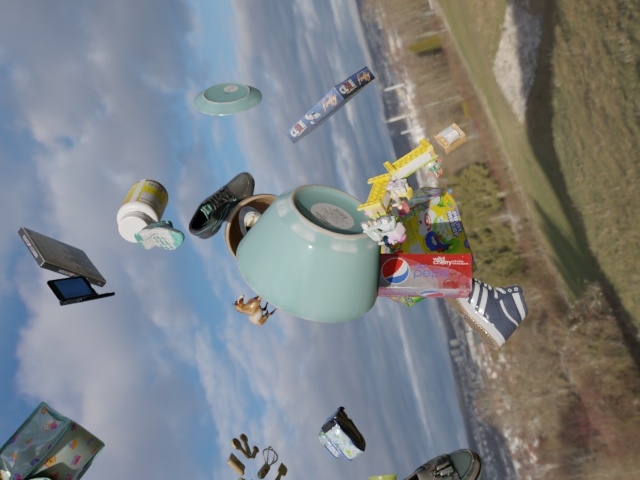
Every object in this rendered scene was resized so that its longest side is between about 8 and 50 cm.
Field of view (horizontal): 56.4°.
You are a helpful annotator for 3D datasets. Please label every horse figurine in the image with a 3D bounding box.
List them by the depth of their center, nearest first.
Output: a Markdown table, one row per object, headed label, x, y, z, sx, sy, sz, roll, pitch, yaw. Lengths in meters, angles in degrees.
| label | x | y | z | sx | sy | sz | roll | pitch | yaw |
| --- | --- | --- | --- | --- | --- | --- | --- | --- | --- |
| horse figurine | -0.250 | 0.272 | 2.417 | 0.174 | 0.066 | 0.263 | -50 | -30 | -25 |

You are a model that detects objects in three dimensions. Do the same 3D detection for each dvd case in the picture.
| label | x | y | z | sx | sy | sz | roll | pitch | yaw |
| --- | --- | --- | --- | --- | --- | --- | --- | --- | --- |
| dvd case | -0.785 | 0.054 | 1.821 | 0.179 | 0.029 | 0.239 | 42 | -176 | 33 |

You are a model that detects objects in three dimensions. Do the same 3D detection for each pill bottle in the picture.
| label | x | y | z | sx | sy | sz | roll | pitch | yaw |
| --- | --- | --- | --- | --- | --- | --- | --- | --- | --- |
| pill bottle | -0.514 | -0.084 | 1.724 | 0.215 | 0.117 | 0.117 | -93 | -15 | -59 |

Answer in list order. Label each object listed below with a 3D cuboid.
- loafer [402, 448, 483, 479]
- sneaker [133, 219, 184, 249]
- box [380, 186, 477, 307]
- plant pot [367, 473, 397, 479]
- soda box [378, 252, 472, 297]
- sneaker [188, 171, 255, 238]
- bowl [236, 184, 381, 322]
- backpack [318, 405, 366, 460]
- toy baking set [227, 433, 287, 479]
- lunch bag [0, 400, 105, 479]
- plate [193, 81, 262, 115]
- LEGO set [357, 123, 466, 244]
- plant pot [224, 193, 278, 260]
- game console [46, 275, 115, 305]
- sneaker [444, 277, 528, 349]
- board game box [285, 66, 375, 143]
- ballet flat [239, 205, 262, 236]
| label | x | y | z | sx | sy | sz | roll | pitch | yaw |
| --- | --- | --- | --- | --- | --- | --- | --- | --- | --- |
| loafer | 0.200 | 0.501 | 1.183 | 0.084 | 0.267 | 0.096 | 44 | -171 | -29 |
| sneaker | -0.377 | -0.023 | 1.433 | 0.076 | 0.167 | 0.065 | -52 | -51 | -35 |
| box | 0.310 | 0.014 | 1.927 | 0.177 | 0.279 | 0.289 | 21 | 133 | 68 |
| plant pot | 0.170 | 0.670 | 1.593 | 0.083 | 0.083 | 0.079 | 57 | -155 | -63 |
| soda box | 0.227 | 0.084 | 1.431 | 0.083 | 0.264 | 0.092 | 68 | -155 | -67 |
| sneaker | -0.309 | -0.108 | 1.872 | 0.101 | 0.267 | 0.106 | 43 | -174 | 14 |
| bowl | 0.000 | 0.000 | 1.211 | 0.311 | 0.312 | 0.163 | -92 | 20 | -56 |
| backpack | 0.055 | 0.496 | 1.501 | 0.114 | 0.084 | 0.105 | 48 | -169 | 6 |
| toy baking set | -0.173 | 0.667 | 1.759 | 0.256 | 0.030 | 0.196 | 40 | -163 | -28 |
| lunch bag | -0.748 | 0.606 | 1.610 | 0.262 | 0.160 | 0.223 | -57 | -25 | -28 |
| plate | -0.253 | -0.392 | 1.618 | 0.188 | 0.188 | 0.024 | -94 | 0 | -51 |
| LEGO set | 0.175 | -0.092 | 1.128 | 0.287 | 0.132 | 0.107 | -50 | -58 | -25 |
| plant pot | -0.187 | -0.037 | 1.853 | 0.110 | 0.238 | 0.237 | 40 | 152 | 63 |
| game console | -0.606 | 0.121 | 1.516 | 0.122 | 0.107 | 0.071 | -10 | -92 | -64 |
| sneaker | 0.410 | 0.127 | 1.540 | 0.282 | 0.153 | 0.099 | 50 | 172 | 3 |
| board game box | 0.024 | -0.373 | 1.653 | 0.042 | 0.243 | 0.165 | 52 | -131 | -6 |
| ballet flat | -0.150 | -0.017 | 1.427 | 0.074 | 0.074 | 0.203 | 62 | -168 | -54 |
